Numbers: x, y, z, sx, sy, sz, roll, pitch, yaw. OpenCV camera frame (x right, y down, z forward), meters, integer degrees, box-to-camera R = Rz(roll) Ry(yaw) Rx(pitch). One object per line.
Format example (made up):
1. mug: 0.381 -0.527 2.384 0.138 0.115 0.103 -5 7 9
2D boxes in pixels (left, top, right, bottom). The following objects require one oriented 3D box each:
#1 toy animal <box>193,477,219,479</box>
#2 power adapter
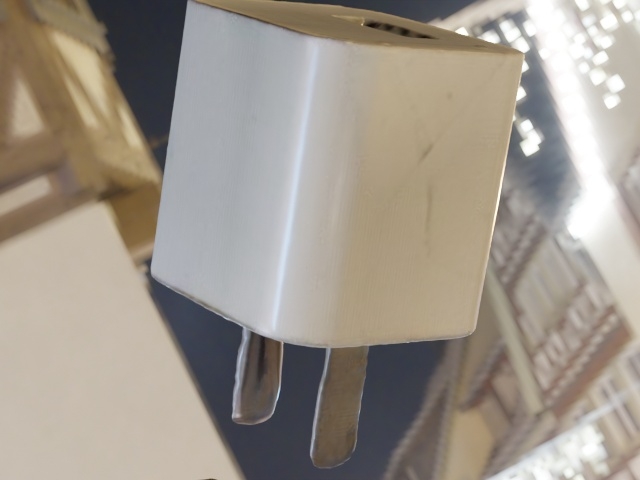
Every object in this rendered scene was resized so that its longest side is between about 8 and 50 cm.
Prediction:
1. toy animal: -0.102 0.220 0.569 0.260 0.243 0.087 -26 -20 15
2. power adapter: 0.000 0.000 0.793 0.125 0.130 0.204 -2 -72 -40
